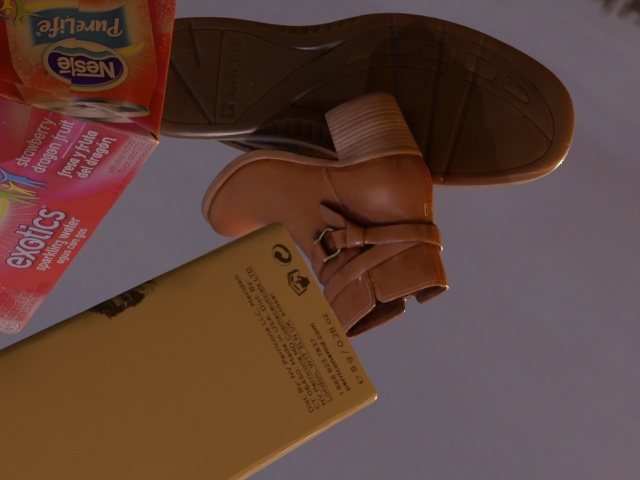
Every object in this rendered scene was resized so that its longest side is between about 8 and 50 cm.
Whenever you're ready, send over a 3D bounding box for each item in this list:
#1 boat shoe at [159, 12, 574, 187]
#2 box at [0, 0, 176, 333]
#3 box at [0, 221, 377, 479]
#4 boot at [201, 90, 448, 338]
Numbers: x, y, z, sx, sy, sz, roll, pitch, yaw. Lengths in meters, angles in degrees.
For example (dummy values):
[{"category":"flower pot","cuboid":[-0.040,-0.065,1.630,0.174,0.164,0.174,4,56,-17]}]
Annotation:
[{"category":"boat shoe","cuboid":[0.026,-0.100,1.434,0.342,0.123,0.123,5,173,16]},{"category":"box","cuboid":[-0.176,-0.064,1.022,0.123,0.257,0.128,15,-120,-20]},{"category":"box","cuboid":[-0.111,0.089,0.767,0.275,0.113,0.094,-25,-94,-48]},{"category":"boot","cuboid":[0.000,0.000,1.356,0.073,0.197,0.152,2,-115,-47]}]
